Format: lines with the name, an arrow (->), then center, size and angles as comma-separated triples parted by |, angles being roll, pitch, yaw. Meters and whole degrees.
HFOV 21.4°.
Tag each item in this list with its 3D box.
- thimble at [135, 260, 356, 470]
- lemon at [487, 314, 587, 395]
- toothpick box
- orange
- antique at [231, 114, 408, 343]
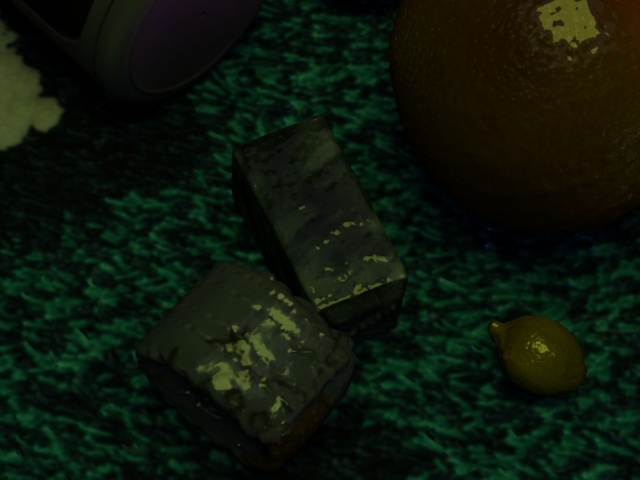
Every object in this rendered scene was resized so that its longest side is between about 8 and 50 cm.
thimble -> -0.056, 0.097, 1.343 | 0.151, 0.127, 0.118 | 38, 67, 10
lemon -> 0.178, 0.094, 1.395 | 0.092, 0.065, 0.065 | 30, 64, 5
toothpick box -> -0.206, -0.290, 1.504 | 0.316, 0.229, 0.229 | 42, 67, 18
orange -> 0.189, -0.141, 1.412 | 0.274, 0.274, 0.274 | 2, 62, -3
antique -> 0.000, 0.000, 1.421 | 0.086, 0.088, 0.183 | -22, 65, -13
